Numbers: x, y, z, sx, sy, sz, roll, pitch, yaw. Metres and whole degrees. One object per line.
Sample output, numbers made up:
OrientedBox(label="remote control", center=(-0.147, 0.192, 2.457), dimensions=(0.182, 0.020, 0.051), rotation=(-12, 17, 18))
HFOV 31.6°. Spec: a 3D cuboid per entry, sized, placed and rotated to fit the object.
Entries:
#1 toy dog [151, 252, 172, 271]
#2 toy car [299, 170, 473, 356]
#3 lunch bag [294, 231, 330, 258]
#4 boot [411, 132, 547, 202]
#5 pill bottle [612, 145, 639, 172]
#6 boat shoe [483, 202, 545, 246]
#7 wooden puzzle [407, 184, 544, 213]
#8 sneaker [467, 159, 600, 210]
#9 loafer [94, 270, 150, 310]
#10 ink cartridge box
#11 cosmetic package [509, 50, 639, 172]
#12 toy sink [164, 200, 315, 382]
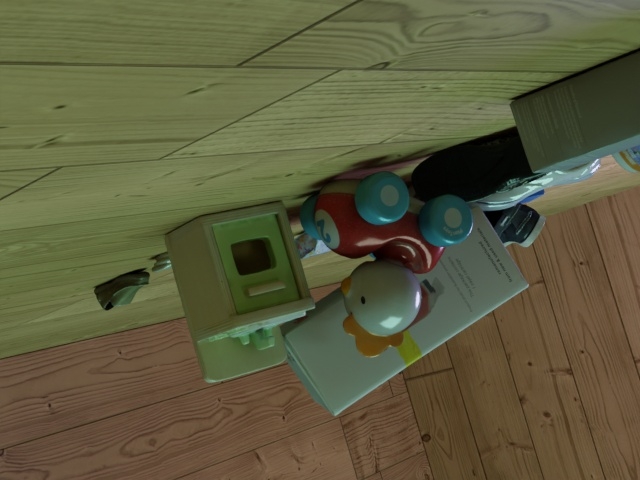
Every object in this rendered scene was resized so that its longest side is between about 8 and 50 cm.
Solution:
OrientedBox(label="toy dog", center=(-0.159, 0.087, 2.044), dimensions=(0.220, 0.161, 0.333), rotation=(-17, 175, 3))
OrientedBox(label="toy car", center=(0.076, 0.046, 1.638), dimensions=(0.210, 0.238, 0.219), rotation=(18, 165, -24))
OrientedBox(label="lunch bag", center=(0.000, 0.000, 2.224), dimensions=(0.071, 0.053, 0.083), rotation=(-14, 165, -41))
OrientedBox(label="boot", center=(0.262, -0.108, 1.719), dimensions=(0.236, 0.085, 0.178), rotation=(-16, 178, 10))
OrientedBox(label="pill bottle", center=(0.480, -0.175, 1.461), dimensions=(0.216, 0.121, 0.121), rotation=(-21, 173, 38))
OrientedBox(label="boat shoe", center=(0.320, -0.035, 2.005), dimensions=(0.079, 0.084, 0.233), rotation=(28, 174, -8))
OrientedBox(label="wooden puzzle", center=(0.291, -0.083, 2.087), dimensions=(0.347, 0.081, 0.322), rotation=(-16, 175, -9))
OrientedBox(label="sneaker", center=(0.346, -0.125, 1.874), dimensions=(0.258, 0.094, 0.091), rotation=(-19, 155, -9))
OrientedBox(label="loafer", center=(-0.362, 0.093, 2.092), dimensions=(0.056, 0.050, 0.148), rotation=(-11, 173, -44))
OrientedBox(label="ink cartridge box", center=(0.121, 0.120, 1.914), dimensions=(0.384, 0.160, 0.279), rotation=(-32, -179, -8))
OrientedBox(label="cosmetic package", center=(0.368, -0.163, 1.370), dimensions=(0.238, 0.107, 0.127), rotation=(-23, 172, 30))
OrientedBox(label="toy sink", center=(-0.111, 0.076, 1.677), dimensions=(0.152, 0.234, 0.131), rotation=(-11, 173, -36))
